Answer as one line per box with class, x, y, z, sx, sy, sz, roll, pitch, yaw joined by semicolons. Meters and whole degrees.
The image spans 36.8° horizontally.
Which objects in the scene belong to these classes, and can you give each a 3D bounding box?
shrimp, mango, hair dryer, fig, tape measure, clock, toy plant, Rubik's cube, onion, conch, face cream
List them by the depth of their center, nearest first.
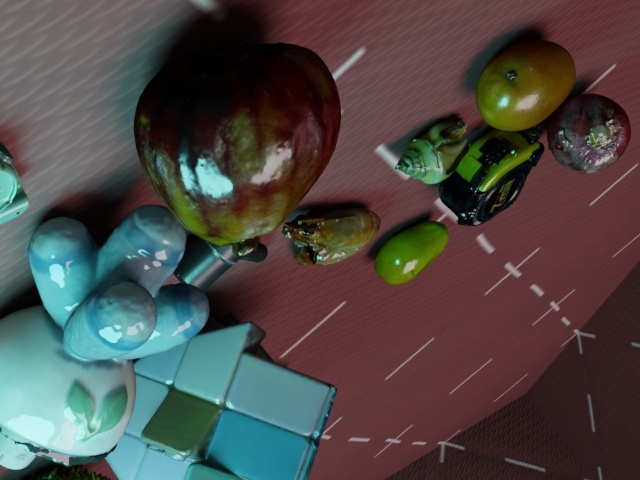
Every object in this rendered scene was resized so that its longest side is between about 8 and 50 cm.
clock;-0.363;-0.059;0.998;0.101;0.041;0.135;-29;155;-21
fig;-0.096;-0.112;1.084;0.224;0.224;0.263;-14;151;-43
toy plant;-0.275;0.090;1.211;0.332;0.247;0.247;-53;154;16
face cream;-0.397;0.232;1.438;0.269;0.082;0.082;-47;155;21
hair dryer;-0.133;0.018;1.464;0.124;0.071;0.219;-41;165;12
mango;0.340;-0.255;1.559;0.221;0.120;0.151;-26;158;-42
Rubik's cube;-0.167;0.309;1.583;0.358;0.368;0.387;54;54;-67
conch;0.196;-0.148;1.604;0.201;0.079;0.095;-42;150;-38
shrimp;0.000;0.000;1.622;0.152;0.063;0.287;-37;161;28
tape measure;0.304;-0.121;1.767;0.186;0.112;0.199;-31;151;-33
onion;0.515;-0.211;1.879;0.159;0.159;0.195;-41;-171;6
mango;0.179;0.027;1.880;0.163;0.089;0.117;-26;154;-28

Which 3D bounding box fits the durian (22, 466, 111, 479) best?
durian;-0.458;0.522;1.717;0.258;0.258;0.293;-27;164;-24
